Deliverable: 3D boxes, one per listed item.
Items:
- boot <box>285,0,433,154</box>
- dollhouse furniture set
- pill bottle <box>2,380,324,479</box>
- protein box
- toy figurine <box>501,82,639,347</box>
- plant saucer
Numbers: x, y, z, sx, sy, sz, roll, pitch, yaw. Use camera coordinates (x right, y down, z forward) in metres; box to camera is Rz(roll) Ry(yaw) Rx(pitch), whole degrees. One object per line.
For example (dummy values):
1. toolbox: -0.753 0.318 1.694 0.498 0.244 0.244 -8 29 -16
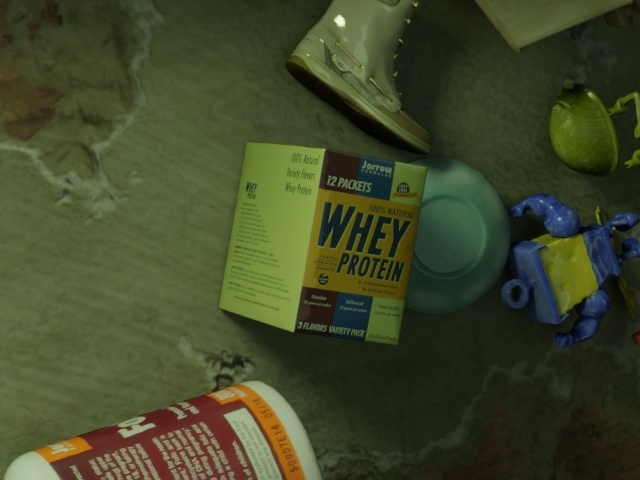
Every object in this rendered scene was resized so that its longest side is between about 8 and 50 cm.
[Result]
1. boot: 0.080 -0.215 1.873 0.213 0.077 0.165 35 78 -23
2. dollhouse furniture set: 0.293 -0.417 1.918 0.303 0.174 0.355 48 38 -30
3. pill bottle: -0.208 0.309 1.698 0.392 0.224 0.224 -16 103 -26
4. protein box: 0.000 0.000 1.784 0.136 0.200 0.201 9 91 -28
5. toy figurine: 0.319 0.008 1.967 0.217 0.191 0.362 -25 106 -18
6. plant saucer: 0.149 -0.006 1.928 0.195 0.037 0.194 0 92 -15
